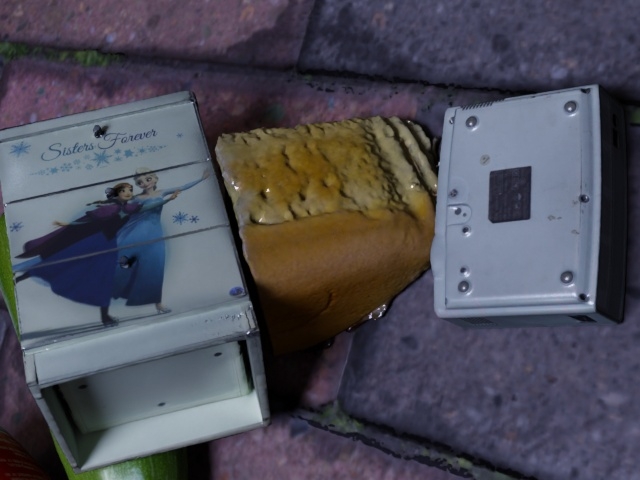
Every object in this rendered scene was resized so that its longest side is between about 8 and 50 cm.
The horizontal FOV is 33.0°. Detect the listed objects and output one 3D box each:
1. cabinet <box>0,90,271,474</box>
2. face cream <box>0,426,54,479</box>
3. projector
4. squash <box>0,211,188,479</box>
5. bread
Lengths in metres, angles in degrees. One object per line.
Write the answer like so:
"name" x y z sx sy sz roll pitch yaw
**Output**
"cabinet" -0.131 0.027 0.761 0.145 0.150 0.206 -13 55 -8
"face cream" -0.272 0.258 0.813 0.187 0.201 0.201 33 96 36
"projector" 0.133 -0.020 0.700 0.115 0.061 0.147 -6 72 35
"squash" -0.180 0.103 0.859 0.101 0.101 0.378 -42 52 18
"bread" 0.000 0.000 0.793 0.160 0.169 0.140 112 143 -54
